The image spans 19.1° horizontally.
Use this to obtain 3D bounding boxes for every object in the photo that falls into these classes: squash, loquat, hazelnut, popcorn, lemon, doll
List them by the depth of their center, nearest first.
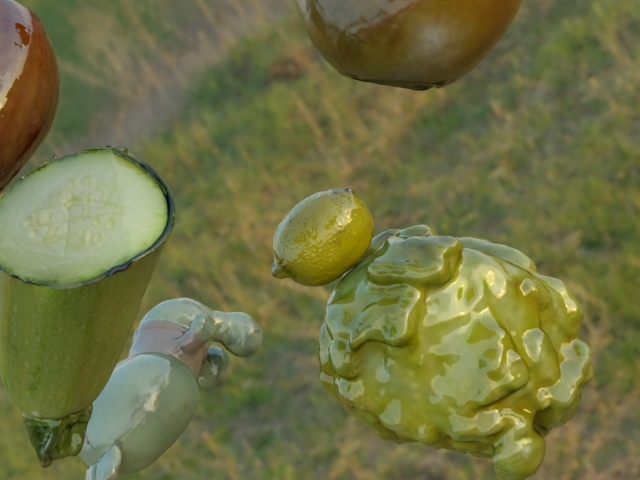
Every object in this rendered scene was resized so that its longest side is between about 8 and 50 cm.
[{"bbox_3d":[0.068,-0.224,1.429,0.179,0.227,0.179,5,-8,1],"label":"loquat"},{"bbox_3d":[-0.208,0.059,1.446,0.137,0.137,0.287,-50,-10,-44],"label":"squash"},{"bbox_3d":[-0.317,-0.107,1.539,0.210,0.186,0.210,-32,8,5],"label":"hazelnut"},{"bbox_3d":[0.124,0.104,1.782,0.235,0.250,0.242,-54,2,30],"label":"popcorn"},{"bbox_3d":[0.000,0.000,1.788,0.110,0.082,0.082,-43,17,4],"label":"lemon"},{"bbox_3d":[-0.176,0.152,1.937,0.155,0.113,0.275,-41,4,46],"label":"doll"}]
